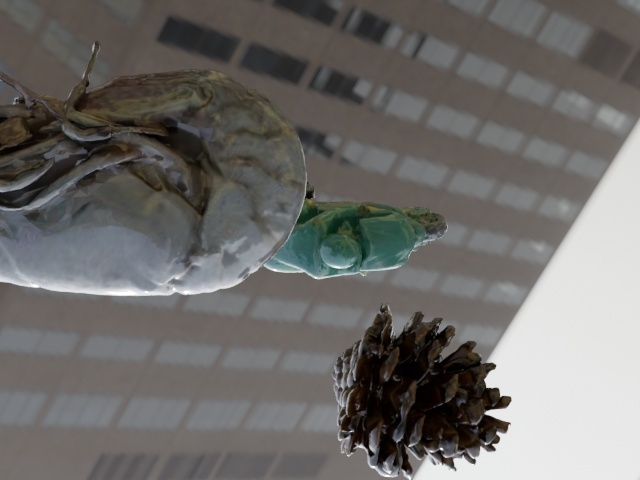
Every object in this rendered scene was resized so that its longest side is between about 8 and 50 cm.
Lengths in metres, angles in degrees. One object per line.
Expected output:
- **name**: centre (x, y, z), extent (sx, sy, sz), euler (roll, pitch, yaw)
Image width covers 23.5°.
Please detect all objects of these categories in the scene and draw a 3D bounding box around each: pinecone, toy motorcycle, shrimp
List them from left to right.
- **shrimp**: centre (-0.179, -0.043, 0.864), extent (0.343, 0.145, 0.116), euler (2, -162, -4)
- **toy motorcycle**: centre (-0.002, 0.000, 1.816), extent (0.297, 0.109, 0.198), euler (0, -167, 8)
- **pinecone**: centre (0.091, 0.145, 1.413), extent (0.174, 0.173, 0.173), euler (28, -165, -8)
